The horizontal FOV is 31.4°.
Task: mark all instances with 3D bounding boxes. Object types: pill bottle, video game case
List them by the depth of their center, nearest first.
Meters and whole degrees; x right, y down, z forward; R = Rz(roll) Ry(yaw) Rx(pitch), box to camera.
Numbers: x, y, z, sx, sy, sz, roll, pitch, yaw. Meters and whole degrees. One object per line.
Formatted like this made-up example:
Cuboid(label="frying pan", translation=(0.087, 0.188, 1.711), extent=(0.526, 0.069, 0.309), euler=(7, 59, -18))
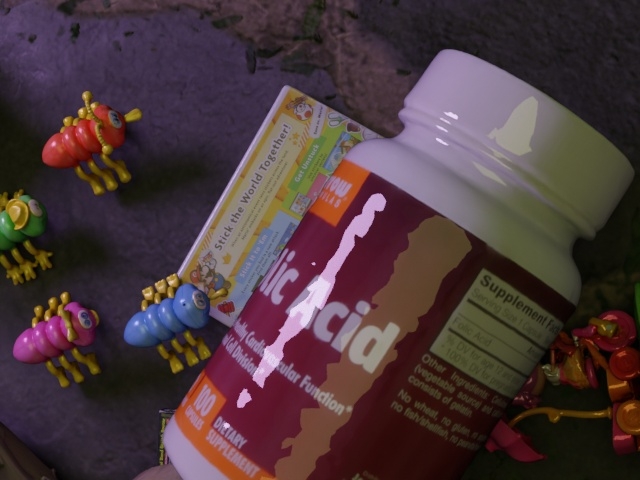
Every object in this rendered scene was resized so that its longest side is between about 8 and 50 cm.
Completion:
Cuboid(label="pill bottle", translation=(0.067, 0.059, 0.920), extent=(0.224, 0.224, 0.392), euler=(33, 91, 11))
Cuboid(label="video game case", translation=(0.000, 0.000, 1.064), extent=(0.206, 0.026, 0.227), euler=(30, 91, 11))

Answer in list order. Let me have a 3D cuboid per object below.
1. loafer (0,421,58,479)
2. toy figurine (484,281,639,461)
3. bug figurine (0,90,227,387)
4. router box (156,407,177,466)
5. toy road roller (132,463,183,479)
Cuboid(label="loafer", translation=(-0.270, 0.259, 1.055), extent=(0.102, 0.092, 0.268), euler=(-28, 97, 8))
Cuboid(label="toy figurine", translation=(0.210, 0.127, 0.983), extent=(0.159, 0.130, 0.173), euler=(-10, 61, 18))
Cuboid(label="bug figurine", translation=(-0.220, 0.011, 1.063), extent=(0.216, 0.072, 0.279), euler=(-30, 77, 14))
Cuboid(label="router box", translation=(-0.104, 0.219, 1.053), extent=(0.092, 0.038, 0.122), euler=(2, 84, 9))
Cuboid(label="toy road roller", translation=(-0.143, 0.380, 0.951), extent=(0.241, 0.202, 0.329), euler=(-25, 94, 19))
